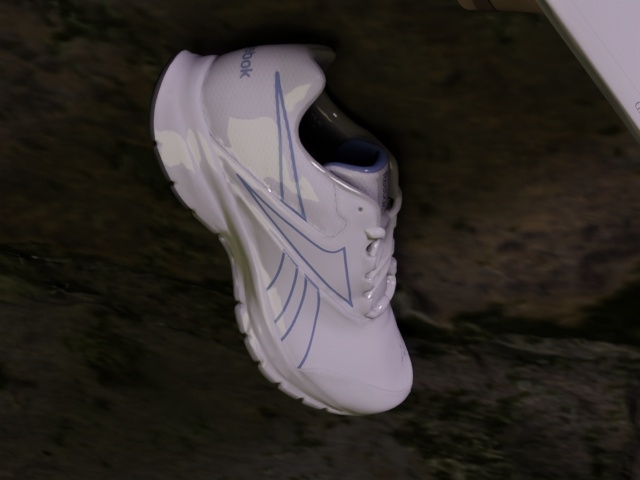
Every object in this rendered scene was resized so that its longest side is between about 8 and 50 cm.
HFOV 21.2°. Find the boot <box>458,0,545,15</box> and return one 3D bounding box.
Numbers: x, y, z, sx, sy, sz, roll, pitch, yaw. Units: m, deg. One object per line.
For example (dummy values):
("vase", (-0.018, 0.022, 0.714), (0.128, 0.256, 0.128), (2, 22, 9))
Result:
("boot", (0.120, -0.146, 0.985), (0.087, 0.042, 0.118), (-8, 124, 40))

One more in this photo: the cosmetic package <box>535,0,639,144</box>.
("cosmetic package", (0.150, -0.161, 0.906), (0.099, 0.060, 0.239), (-38, 110, 8))

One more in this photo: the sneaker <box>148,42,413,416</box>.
("sneaker", (0.000, 0.000, 1.128), (0.129, 0.111, 0.297), (-11, 124, 27))
